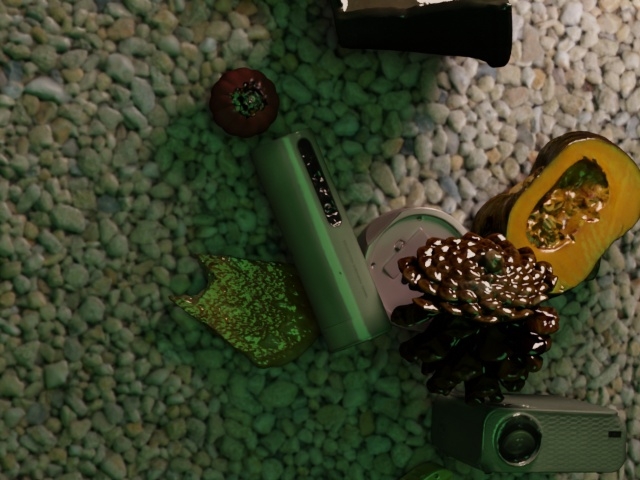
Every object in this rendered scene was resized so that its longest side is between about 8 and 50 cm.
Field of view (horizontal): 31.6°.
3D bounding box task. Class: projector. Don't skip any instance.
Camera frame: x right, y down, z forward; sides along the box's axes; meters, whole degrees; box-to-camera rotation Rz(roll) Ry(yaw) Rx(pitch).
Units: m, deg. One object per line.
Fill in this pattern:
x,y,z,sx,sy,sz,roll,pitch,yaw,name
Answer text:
0.000,0.000,1.720,0.108,0.108,0.337,-21,88,-17,projector
0.329,0.308,1.803,0.251,0.198,0.108,5,88,-18,projector

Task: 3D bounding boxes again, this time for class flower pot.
0.127,-0.423,1.700,0.251,0.379,0.379,-14,95,4,flower pot

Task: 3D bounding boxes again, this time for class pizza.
-0.109,0.103,1.746,0.262,0.034,0.181,14,86,-20,pizza

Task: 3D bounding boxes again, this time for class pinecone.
0.227,0.127,1.680,0.264,0.264,0.264,0,90,-18,pinecone

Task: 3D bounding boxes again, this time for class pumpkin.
0.405,-0.030,1.863,0.317,0.139,0.222,-45,99,-16,pumpkin

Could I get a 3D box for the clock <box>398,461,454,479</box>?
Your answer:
0.185,0.489,1.825,0.170,0.069,0.232,-35,100,-15,clock

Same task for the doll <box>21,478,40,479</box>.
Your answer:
-0.501,0.367,1.596,0.291,0.086,0.117,24,79,-19,doll

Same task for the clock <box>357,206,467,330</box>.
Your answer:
0.151,0.045,1.813,0.197,0.068,0.196,0,90,-18,clock

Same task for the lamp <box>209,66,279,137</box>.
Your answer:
-0.115,-0.209,1.713,0.108,0.092,0.107,0,91,-19,lamp
